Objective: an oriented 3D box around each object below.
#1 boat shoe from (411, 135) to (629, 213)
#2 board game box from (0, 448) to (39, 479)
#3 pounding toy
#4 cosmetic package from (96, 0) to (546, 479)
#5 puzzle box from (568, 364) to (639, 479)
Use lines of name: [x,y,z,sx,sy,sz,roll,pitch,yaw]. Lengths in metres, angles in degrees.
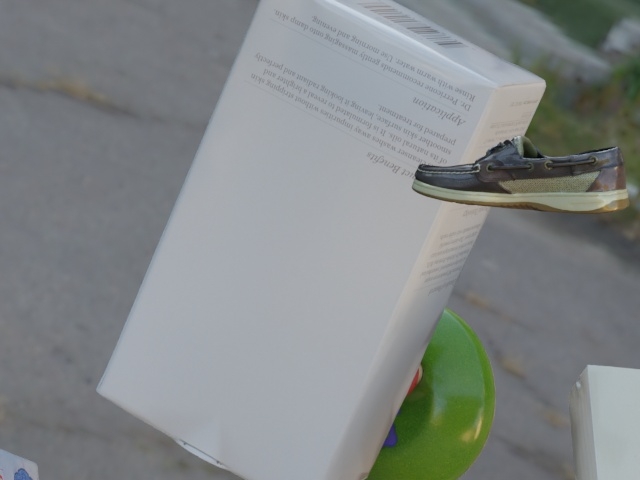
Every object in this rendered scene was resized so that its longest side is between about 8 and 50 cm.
boat shoe: [0.136,-0.047,1.280,0.152,0.049,0.056,4,7,22]
board game box: [-0.399,0.211,1.424,0.318,0.066,0.318,-11,-13,3]
pounding toy: [0.032,0.129,1.703,0.237,0.183,0.110,25,7,31]
cosmetic package: [0.000,0.000,1.537,0.217,0.385,0.156,30,17,16]
puzzle box: [0.322,0.287,1.325,0.272,0.052,0.409,7,57,-10]
